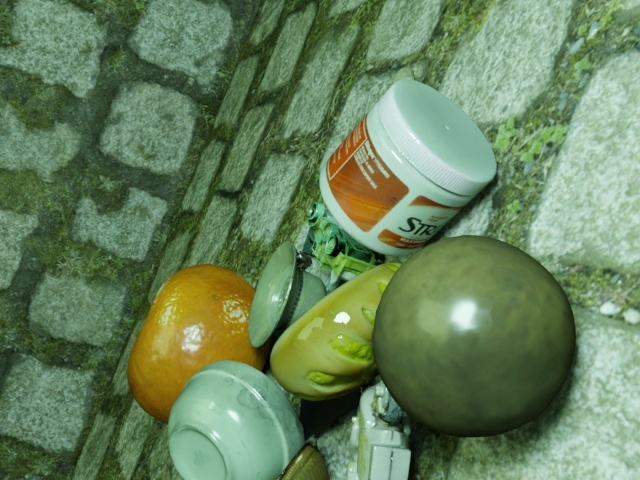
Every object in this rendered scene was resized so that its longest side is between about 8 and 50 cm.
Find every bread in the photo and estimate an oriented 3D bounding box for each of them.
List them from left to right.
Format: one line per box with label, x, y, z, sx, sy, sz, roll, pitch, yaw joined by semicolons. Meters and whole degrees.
bread;0.066;0.166;1.235;0.160;0.333;0.333;52;128;10

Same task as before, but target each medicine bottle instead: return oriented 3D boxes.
medicine bottle;0.159;-0.131;1.314;0.241;0.252;0.253;-48;32;36

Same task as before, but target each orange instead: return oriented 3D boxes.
orange;-0.300;0.271;1.785;0.424;0.326;0.424;-157;90;-81

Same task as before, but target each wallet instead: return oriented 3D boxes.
wallet;0.000;0.000;1.761;0.129;0.026;0.088;12;81;57
wallet;0.023;0.251;1.511;0.247;0.041;0.323;-46;32;41

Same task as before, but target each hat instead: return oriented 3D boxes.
hat;-0.059;0.139;1.595;0.257;0.130;0.257;-54;25;39

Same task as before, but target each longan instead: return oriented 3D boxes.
longan;0.209;0.132;0.996;0.297;0.297;0.297;-43;34;40

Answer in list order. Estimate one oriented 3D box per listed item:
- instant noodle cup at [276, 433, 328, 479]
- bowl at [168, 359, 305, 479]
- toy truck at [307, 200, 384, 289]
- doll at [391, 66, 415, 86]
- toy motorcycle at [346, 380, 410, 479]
instant noodle cup;-0.053;0.505;1.324;0.274;0.090;0.274;-52;-14;-19
bowl;-0.203;0.424;1.475;0.307;0.307;0.163;-47;-10;36
toy truck;0.034;0.019;1.580;0.135;0.128;0.259;-62;26;21
doll;0.186;-0.276;1.565;0.149;0.175;0.278;-7;45;18
toy motorcycle;0.095;0.372;1.168;0.223;0.107;0.341;139;139;-82
